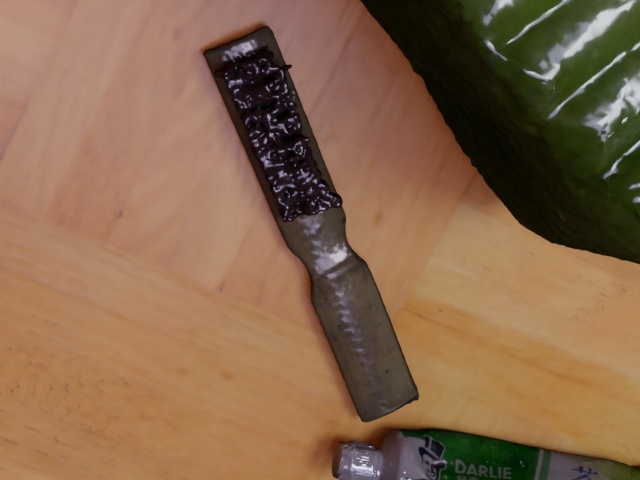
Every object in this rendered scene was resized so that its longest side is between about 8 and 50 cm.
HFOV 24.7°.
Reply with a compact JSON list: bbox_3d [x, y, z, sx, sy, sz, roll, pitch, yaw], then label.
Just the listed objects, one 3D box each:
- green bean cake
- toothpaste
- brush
[{"bbox_3d":[0.119,-0.093,0.705,0.125,0.248,0.222,-38,111,0],"label":"green bean cake"},{"bbox_3d":[0.126,0.154,0.897,0.248,0.078,0.047,12,145,-15],"label":"toothpaste"},{"bbox_3d":[0.000,0.000,0.825,0.043,0.036,0.248,-22,112,-1],"label":"brush"}]
